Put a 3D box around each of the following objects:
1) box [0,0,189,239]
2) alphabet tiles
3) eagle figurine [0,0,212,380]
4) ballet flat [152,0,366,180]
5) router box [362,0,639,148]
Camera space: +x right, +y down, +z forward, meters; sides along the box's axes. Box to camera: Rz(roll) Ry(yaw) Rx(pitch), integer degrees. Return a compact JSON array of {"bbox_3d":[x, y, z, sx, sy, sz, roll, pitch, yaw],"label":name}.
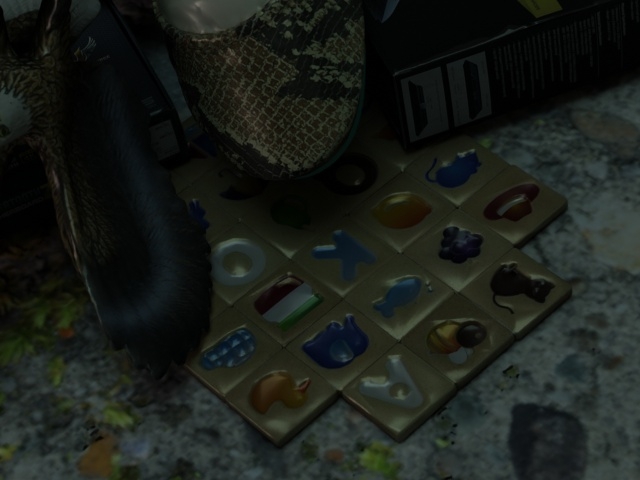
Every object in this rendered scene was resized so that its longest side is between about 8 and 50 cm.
[{"bbox_3d":[-0.240,-0.090,1.492,0.232,0.059,0.183,-23,45,-9],"label":"box"},{"bbox_3d":[0.000,0.000,1.407,0.285,0.011,0.342,-38,53,-22],"label":"alphabet tiles"},{"bbox_3d":[-0.205,-0.062,1.342,0.226,0.298,0.225,9,15,41],"label":"eagle figurine"},{"bbox_3d":[-0.071,-0.270,1.448,0.164,0.182,0.483,-20,51,21],"label":"ballet flat"},{"bbox_3d":[0.119,-0.231,1.529,0.243,0.081,0.309,-19,46,-7],"label":"router box"}]
